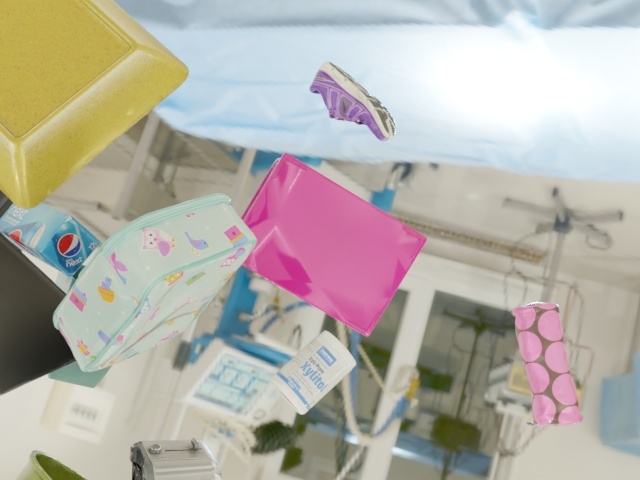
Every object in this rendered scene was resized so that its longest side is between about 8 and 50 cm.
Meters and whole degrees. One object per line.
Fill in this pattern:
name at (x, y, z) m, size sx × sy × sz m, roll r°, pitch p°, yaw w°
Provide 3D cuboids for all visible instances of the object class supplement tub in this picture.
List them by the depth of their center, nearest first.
supplement tub at (-0.010, 0.187, 1.300) m, size 0.071 × 0.107 × 0.071 m, roll 45°, pitch 168°, yaw 13°

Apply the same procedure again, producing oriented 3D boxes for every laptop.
laptop at (-0.640, 0.078, 1.621) m, size 0.408 × 0.236 × 0.382 m, roll 28°, pitch 159°, yaw 50°

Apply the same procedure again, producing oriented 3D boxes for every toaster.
toaster at (-0.265, 0.463, 1.659) m, size 0.147 × 0.226 × 0.129 m, roll -2°, pitch -160°, yaw -25°

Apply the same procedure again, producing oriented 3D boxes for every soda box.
soda box at (-0.421, -0.010, 1.405) m, size 0.210 × 0.071 × 0.067 m, roll 17°, pitch 155°, yaw 52°

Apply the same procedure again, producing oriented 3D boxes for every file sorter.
file sorter at (0.000, 0.000, 1.657) m, size 0.291 × 0.202 × 0.182 m, roll 31°, pitch -178°, yaw -10°

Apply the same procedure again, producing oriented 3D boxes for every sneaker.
sneaker at (0.050, -0.206, 1.437) m, size 0.170 × 0.071 × 0.068 m, roll 45°, pitch -162°, yaw 24°

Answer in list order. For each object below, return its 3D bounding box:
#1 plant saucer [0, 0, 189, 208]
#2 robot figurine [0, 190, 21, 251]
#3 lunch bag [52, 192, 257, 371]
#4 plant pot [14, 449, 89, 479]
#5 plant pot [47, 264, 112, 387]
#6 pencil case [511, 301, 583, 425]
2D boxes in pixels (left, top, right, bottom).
plant saucer at (-0.424, -0.267, 1.361) m, size 0.333 × 0.333 × 0.081 m, roll 42°, pitch 164°, yaw 13°
robot figurine at (-0.677, -0.053, 1.741) m, size 0.174 × 0.209 × 0.278 m, roll -11°, pitch 163°, yaw -45°
lunch bag at (-0.222, 0.057, 1.241) m, size 0.108 × 0.224 × 0.279 m, roll 53°, pitch 132°, yaw 10°
plant pot at (-0.490, 0.631, 1.639) m, size 0.366 × 0.353 × 0.366 m, roll 36°, pitch 167°, yaw 10°
plant pot at (-0.513, 0.191, 2.009) m, size 0.166 × 0.234 × 0.166 m, roll 18°, pitch -175°, yaw -27°
pencil case at (0.378, 0.207, 1.545) m, size 0.095 × 0.209 × 0.098 m, roll -11°, pitch 175°, yaw 22°
